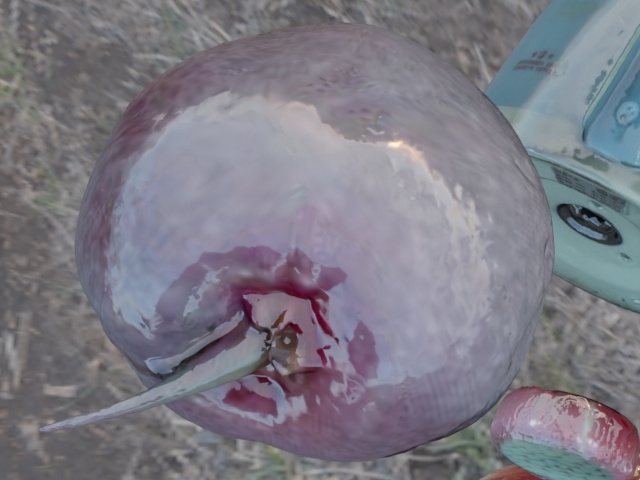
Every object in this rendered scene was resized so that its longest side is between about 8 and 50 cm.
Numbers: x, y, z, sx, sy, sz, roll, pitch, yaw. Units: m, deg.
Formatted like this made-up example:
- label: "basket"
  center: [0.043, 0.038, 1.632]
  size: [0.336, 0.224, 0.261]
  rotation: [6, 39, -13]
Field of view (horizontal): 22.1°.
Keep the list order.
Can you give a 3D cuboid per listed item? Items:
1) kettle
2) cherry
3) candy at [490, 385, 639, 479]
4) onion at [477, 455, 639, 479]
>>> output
- label: "kettle"
  center: [0.288, -0.151, 1.268]
  size: [0.247, 0.319, 0.342]
  rotation: [30, 76, 10]
- label: "cherry"
  center: [0.000, 0.000, 0.752]
  size: [0.213, 0.183, 0.266]
  rotation: [21, 50, 2]
- label: "candy"
  center: [0.167, 0.135, 1.113]
  size: [0.103, 0.103, 0.043]
  rotation: [15, 70, 15]
- label: "onion"
  center: [0.259, 0.350, 1.544]
  size: [0.341, 0.341, 0.341]
  rotation: [-2, 84, 14]
